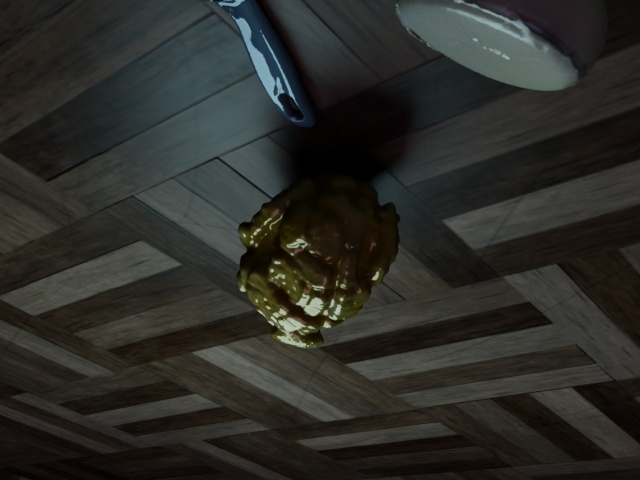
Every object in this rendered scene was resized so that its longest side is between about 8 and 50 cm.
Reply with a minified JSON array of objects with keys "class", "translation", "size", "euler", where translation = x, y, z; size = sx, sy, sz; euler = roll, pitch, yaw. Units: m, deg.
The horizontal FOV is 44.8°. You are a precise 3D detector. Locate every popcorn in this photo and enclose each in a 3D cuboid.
[{"class":"popcorn","translation":[-0.012,0.015,0.754],"size":[0.140,0.163,0.194],"euler":[41,170,-7]}]

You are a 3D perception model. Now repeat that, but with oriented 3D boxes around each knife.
[{"class":"knife","translation":[-0.073,-0.189,0.574],"size":[0.045,0.019,0.313],"euler":[-3,145,23]}]

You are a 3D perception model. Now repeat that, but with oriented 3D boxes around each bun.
[{"class":"bun","translation":[0.124,-0.162,0.500],"size":[0.138,0.094,0.138],"euler":[25,179,1]}]
